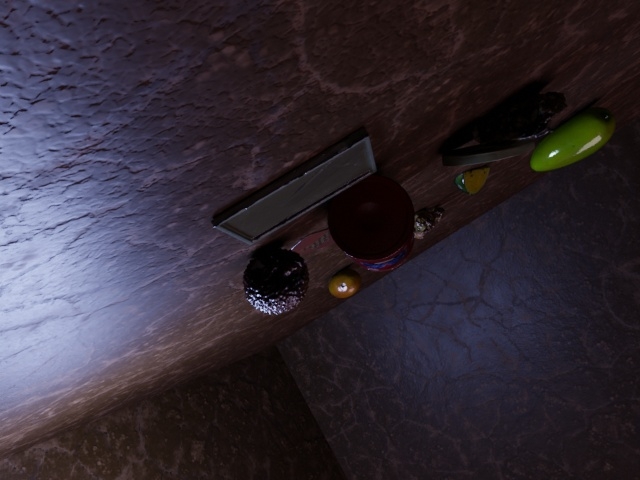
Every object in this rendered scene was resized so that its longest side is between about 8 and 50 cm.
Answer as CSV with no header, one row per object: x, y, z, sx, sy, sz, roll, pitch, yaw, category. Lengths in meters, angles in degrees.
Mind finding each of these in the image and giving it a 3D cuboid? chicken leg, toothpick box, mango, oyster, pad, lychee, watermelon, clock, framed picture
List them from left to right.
-0.117,0.109,1.431,0.188,0.188,0.188,-29,169,-6,lychee
-0.040,-0.097,1.108,0.335,0.022,0.247,-31,168,4,framed picture
0.000,0.000,1.669,0.267,0.004,0.181,-19,165,-45,pad
0.109,0.203,2.520,0.151,0.120,0.221,-28,176,-19,mango
0.141,-0.031,1.388,0.204,0.204,0.333,-31,169,5,toothpick box
0.438,-0.084,2.204,0.251,0.087,0.107,-28,152,-49,chicken leg
0.553,-0.209,1.964,0.181,0.075,0.092,-17,159,-44,watermelon
0.438,-0.231,1.421,0.235,0.029,0.235,-11,-167,2,clock
0.511,-0.316,1.373,0.214,0.083,0.223,-13,-155,37,oyster
0.951,-0.372,2.063,0.192,0.156,0.343,-6,158,-44,mango

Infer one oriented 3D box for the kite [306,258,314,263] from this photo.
-0.115,0.118,1.872,0.229,0.016,0.127,-25,171,-8,kite
